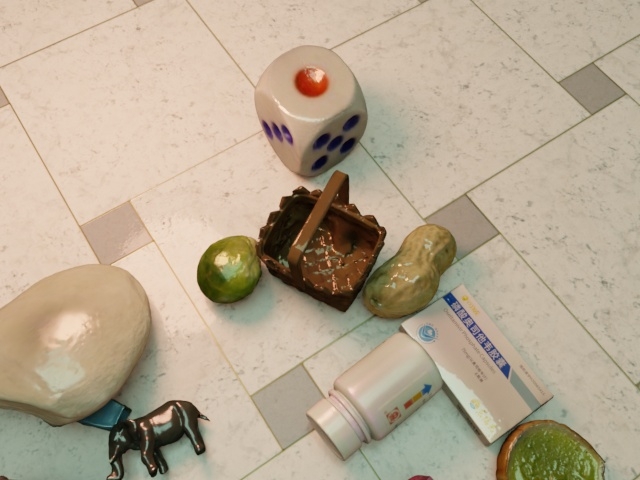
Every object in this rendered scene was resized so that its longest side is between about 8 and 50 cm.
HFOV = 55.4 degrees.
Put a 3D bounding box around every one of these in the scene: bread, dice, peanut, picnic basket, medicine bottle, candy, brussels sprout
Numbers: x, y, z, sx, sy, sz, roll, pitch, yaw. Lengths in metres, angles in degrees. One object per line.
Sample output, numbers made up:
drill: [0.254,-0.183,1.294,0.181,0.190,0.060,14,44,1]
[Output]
bread: [0.514,0.515,1.362,0.236,0.070,0.236,1,70,-3]
dice: [-0.027,-0.355,1.687,0.243,0.251,0.259,-32,69,-17]
peanut: [0.240,0.084,1.536,0.159,0.143,0.291,30,65,36]
picnic basket: [0.000,0.000,1.482,0.291,0.321,0.254,26,70,13]
medicine bottle: [0.122,0.355,1.389,0.293,0.170,0.170,-35,70,-17]
candy: [-0.588,0.213,1.403,0.386,0.186,0.427,19,46,16]
brussels sprout: [-0.229,0.070,1.536,0.162,0.144,0.180,-20,35,35]

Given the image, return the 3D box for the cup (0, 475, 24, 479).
cup: [-0.529,0.589,1.266,0.289,0.203,0.203,2,64,-8]

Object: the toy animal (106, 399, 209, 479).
toy animal: [-0.374,0.453,1.377,0.245,0.114,0.146,-19,71,-34]

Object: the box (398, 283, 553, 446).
box: [0.371,0.295,1.479,0.200,0.065,0.343,-30,69,-15]

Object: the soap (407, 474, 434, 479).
soap: [0.139,0.630,1.237,0.325,0.220,0.127,-42,63,-18]

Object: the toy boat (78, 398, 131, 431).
toy boat: [-0.540,0.393,1.423,0.186,0.077,0.075,17,64,-3]
